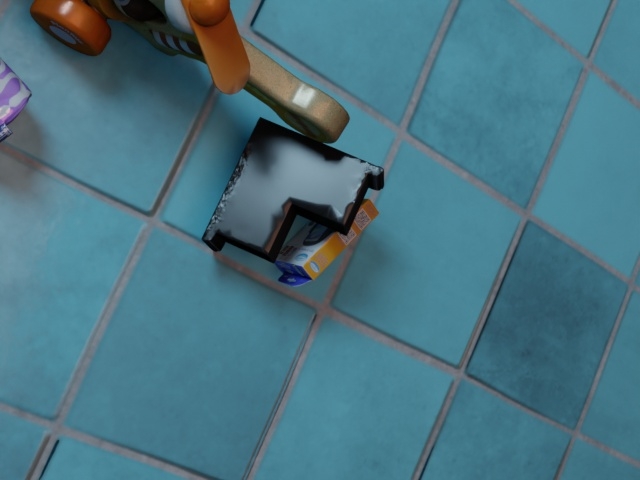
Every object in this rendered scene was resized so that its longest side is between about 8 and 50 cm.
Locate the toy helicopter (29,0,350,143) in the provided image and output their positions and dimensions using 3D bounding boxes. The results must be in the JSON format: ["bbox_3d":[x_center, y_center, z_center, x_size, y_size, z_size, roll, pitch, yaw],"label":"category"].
[{"bbox_3d":[-0.108,-0.210,0.935,0.355,0.235,0.140,33,78,-22],"label":"toy helicopter"}]

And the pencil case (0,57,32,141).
[{"bbox_3d":[-0.374,-0.183,0.892,0.088,0.086,0.206,-36,112,7],"label":"pencil case"}]

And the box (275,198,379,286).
[{"bbox_3d":[0.000,0.000,1.117,0.136,0.081,0.028,-43,114,-20],"label":"box"}]

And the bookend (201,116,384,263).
[{"bbox_3d":[-0.028,-0.035,1.058,0.157,0.072,0.156,23,81,9],"label":"bookend"}]
